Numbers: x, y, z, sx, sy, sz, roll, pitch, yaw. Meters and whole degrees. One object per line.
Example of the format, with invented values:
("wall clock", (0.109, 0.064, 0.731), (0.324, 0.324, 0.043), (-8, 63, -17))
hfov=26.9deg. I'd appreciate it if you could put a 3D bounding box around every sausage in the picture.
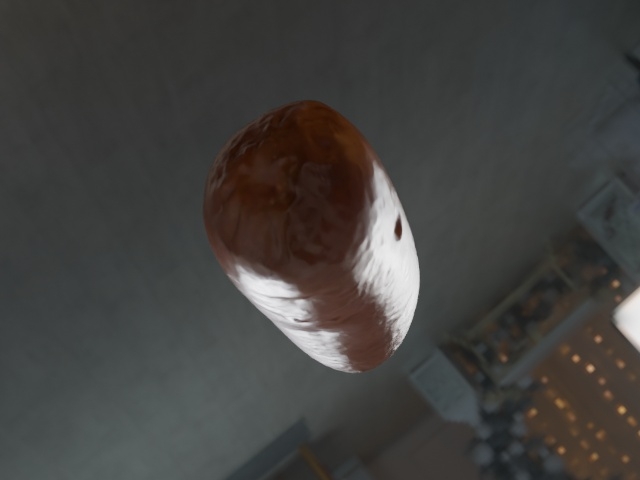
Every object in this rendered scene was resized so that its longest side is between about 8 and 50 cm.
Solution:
("sausage", (0.000, 0.000, 0.786), (0.113, 0.113, 0.259), (-40, 159, -3))
